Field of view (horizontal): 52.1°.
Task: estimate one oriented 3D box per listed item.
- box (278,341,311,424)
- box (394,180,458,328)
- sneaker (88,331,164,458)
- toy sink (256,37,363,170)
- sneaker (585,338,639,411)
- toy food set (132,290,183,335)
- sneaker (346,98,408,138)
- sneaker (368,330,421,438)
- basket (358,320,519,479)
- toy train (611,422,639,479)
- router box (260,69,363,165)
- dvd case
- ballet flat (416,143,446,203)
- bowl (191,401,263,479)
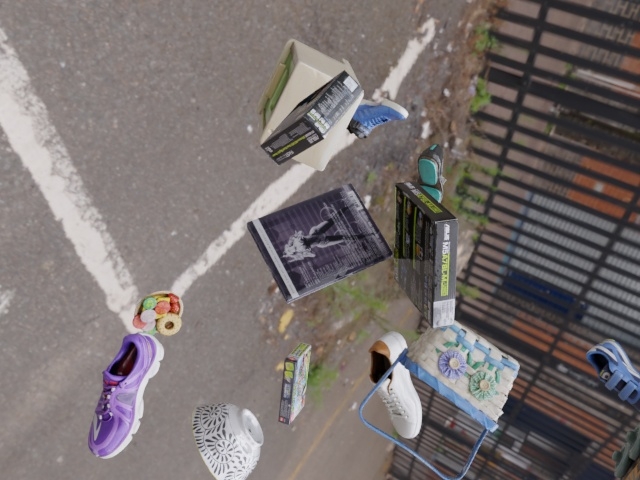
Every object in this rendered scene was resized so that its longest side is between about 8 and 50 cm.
[{"bbox_3d":[-0.074,0.408,1.870,0.114,0.036,0.207,-39,139,-62],"label":"box"},{"bbox_3d":[0.170,0.020,1.083,0.184,0.045,0.191,-117,-158,-64],"label":"box"},{"bbox_3d":[-0.272,0.200,0.865,0.071,0.068,0.170,42,63,-66],"label":"sneaker"},{"bbox_3d":[-0.028,-0.252,1.154,0.153,0.131,0.234,-60,-162,24],"label":"toy sink"},{"bbox_3d":[0.491,0.228,1.068,0.059,0.144,0.053,-5,132,-28],"label":"sneaker"},{"bbox_3d":[-0.262,0.119,1.059,0.082,0.020,0.083,2,117,-32],"label":"toy food set"},{"bbox_3d":[0.111,-0.247,1.365,0.058,0.152,0.085,33,81,-46],"label":"sneaker"},{"bbox_3d":[0.178,0.393,1.707,0.123,0.105,0.290,-21,99,-45],"label":"sneaker"},{"bbox_3d":[0.252,0.319,1.371,0.289,0.254,0.201,-57,178,1],"label":"basket"},{"bbox_3d":[0.613,0.428,1.177,0.190,0.142,0.334,-54,157,-35],"label":"toy train"},{"bbox_3d":[-0.013,-0.150,0.815,0.092,0.038,0.122,-54,-163,-27],"label":"router box"},{"bbox_3d":[0.000,0.000,1.184,0.221,0.165,0.018,-22,161,-21],"label":"dvd case"},{"bbox_3d":[0.347,-0.191,2.027,0.096,0.095,0.280,-59,162,-29],"label":"ballet flat"},{"bbox_3d":[-0.158,0.364,1.214,0.080,0.170,0.170,-30,161,8],"label":"bowl"}]
